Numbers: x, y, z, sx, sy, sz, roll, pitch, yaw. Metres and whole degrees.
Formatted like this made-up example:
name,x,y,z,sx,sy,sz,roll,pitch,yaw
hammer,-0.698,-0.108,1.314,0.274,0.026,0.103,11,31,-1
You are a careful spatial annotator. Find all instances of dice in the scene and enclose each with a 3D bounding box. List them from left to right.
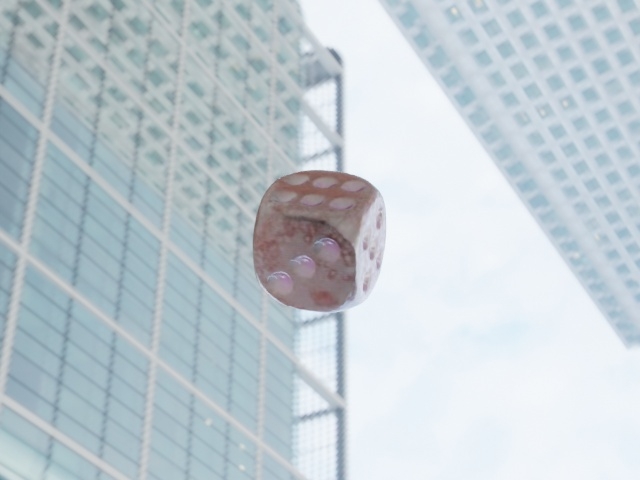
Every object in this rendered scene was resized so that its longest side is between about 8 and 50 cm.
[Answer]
name,x,y,z,sx,sy,sz,roll,pitch,yaw
dice,0.000,0.000,1.100,0.093,0.091,0.094,7,-152,15
